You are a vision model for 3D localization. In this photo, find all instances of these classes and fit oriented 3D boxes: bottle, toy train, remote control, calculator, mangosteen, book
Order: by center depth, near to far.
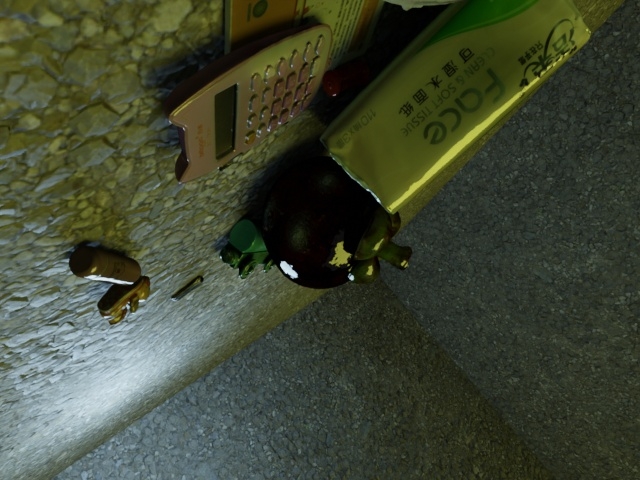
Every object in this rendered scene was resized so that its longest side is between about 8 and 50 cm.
[{"bbox_3d":[-0.091,-0.203,0.593,0.294,0.043,0.194,-39,168,-25],"label":"calculator"},{"bbox_3d":[-0.010,-0.306,0.595,0.295,0.020,0.208,-34,166,-26],"label":"book"},{"bbox_3d":[-0.360,0.045,0.707,0.053,0.053,0.140,-40,167,-4],"label":"bottle"},{"bbox_3d":[0.018,-0.030,0.960,0.330,0.330,0.330,-38,167,-10],"label":"mangosteen"},{"bbox_3d":[-0.161,0.007,1.092,0.159,0.101,0.248,-58,165,14],"label":"toy train"},{"bbox_3d":[-0.353,0.131,1.117,0.096,0.014,0.039,-38,168,-5],"label":"remote control"}]

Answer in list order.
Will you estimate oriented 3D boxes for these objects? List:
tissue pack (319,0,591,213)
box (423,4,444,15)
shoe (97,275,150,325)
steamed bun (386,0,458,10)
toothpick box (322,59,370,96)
[{"bbox_3d":[0.214,-0.272,0.785,0.405,0.205,0.332,-41,-169,16],"label":"tissue pack"},{"bbox_3d":[0.175,-0.438,0.560,0.187,0.047,0.335,-50,169,26],"label":"box"},{"bbox_3d":[-0.389,0.113,0.825,0.109,0.072,0.069,-77,176,-50],"label":"shoe"},{"bbox_3d":[0.107,-0.353,0.261,0.334,0.233,0.312,-14,148,-13],"label":"steamed bun"},{"bbox_3d":[0.046,-0.291,0.751,0.083,0.047,0.047,-32,165,-32],"label":"toothpick box"}]
